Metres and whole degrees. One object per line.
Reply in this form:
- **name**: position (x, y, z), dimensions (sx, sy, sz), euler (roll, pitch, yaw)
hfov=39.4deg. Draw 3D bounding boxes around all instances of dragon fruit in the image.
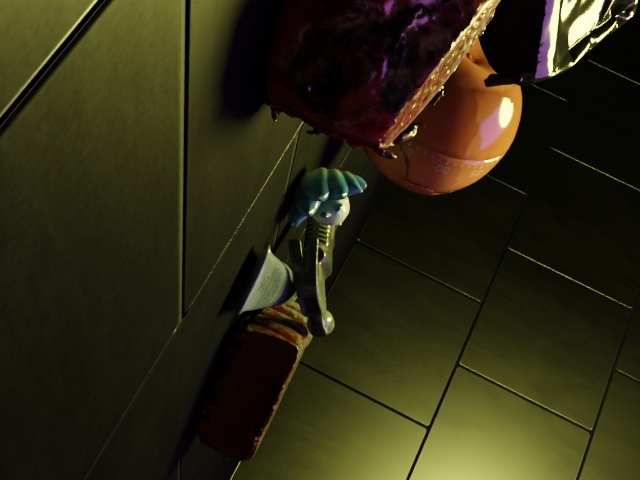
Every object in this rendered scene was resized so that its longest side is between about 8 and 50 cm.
- **dragon fruit**: position (0.060, -0.166, 0.706), dimensions (0.211, 0.147, 0.282), euler (-64, 174, -4)

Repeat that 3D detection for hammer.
- **hammer**: position (0.000, 0.000, 1.230), dimensions (0.159, 0.041, 0.227), euler (77, 18, -46)

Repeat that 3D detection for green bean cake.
- **green bean cake**: position (-0.095, 0.198, 1.268), dimensions (0.233, 0.097, 0.198), euler (-65, 176, 18)

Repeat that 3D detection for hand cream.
- **hand cream**: position (-0.061, 0.054, 1.144), dimensions (0.088, 0.055, 0.256), euler (-62, 173, 0)

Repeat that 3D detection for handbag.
- **handbag**: position (0.238, -0.344, 0.970), dimensions (0.275, 0.177, 0.302), euler (-33, 136, -31)

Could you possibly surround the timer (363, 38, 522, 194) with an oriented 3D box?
- **timer**: position (0.170, -0.187, 1.301), dimensions (0.215, 0.229, 0.230), euler (-55, -179, 36)

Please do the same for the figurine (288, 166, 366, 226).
- **figurine**: position (0.006, -0.052, 1.120), dimensions (0.114, 0.079, 0.114), euler (-19, -174, 2)
